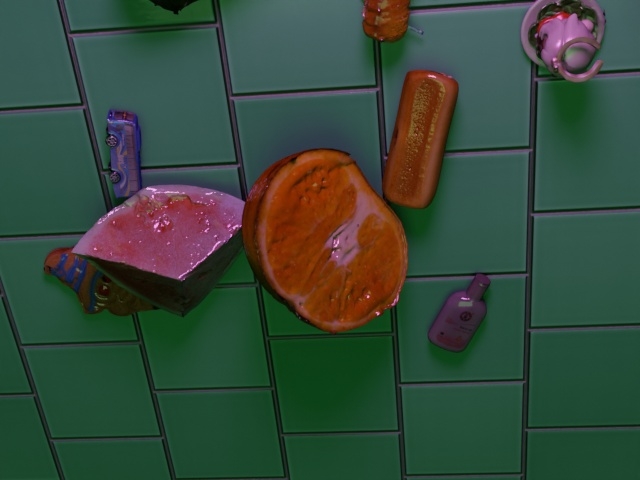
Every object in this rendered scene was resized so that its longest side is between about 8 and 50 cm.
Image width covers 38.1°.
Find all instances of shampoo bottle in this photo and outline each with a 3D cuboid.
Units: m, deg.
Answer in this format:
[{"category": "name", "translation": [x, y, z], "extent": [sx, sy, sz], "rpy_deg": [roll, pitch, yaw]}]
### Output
[{"category": "shampoo bottle", "translation": [0.264, 0.134, 1.712], "extent": [0.079, 0.040, 0.165], "rpy_deg": [22, 121, -7]}]

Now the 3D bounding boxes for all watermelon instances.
[{"category": "watermelon", "translation": [-0.270, 0.016, 1.613], "extent": [0.260, 0.176, 0.256], "rpy_deg": [23, 109, 7]}]

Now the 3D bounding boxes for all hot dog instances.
[{"category": "hot dog", "translation": [0.107, -0.431, 1.362], "extent": [0.083, 0.068, 0.289], "rpy_deg": [3, 116, -1]}]

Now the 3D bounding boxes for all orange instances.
[{"category": "orange", "translation": [0.000, -0.004, 1.528], "extent": [0.274, 0.274, 0.310], "rpy_deg": [-10, 156, 10]}]

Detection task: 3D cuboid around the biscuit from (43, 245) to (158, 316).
[{"category": "biscuit", "translation": [-0.382, 0.076, 1.735], "extent": [0.280, 0.043, 0.183], "rpy_deg": [16, 124, -2]}]

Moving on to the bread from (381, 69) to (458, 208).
[{"category": "bread", "translation": [0.165, -0.169, 1.518], "extent": [0.092, 0.074, 0.239], "rpy_deg": [18, 121, 12]}]

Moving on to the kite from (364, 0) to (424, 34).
[{"category": "kite", "translation": [0.108, -0.410, 1.416], "extent": [0.160, 0.010, 0.183], "rpy_deg": [14, 118, 0]}]

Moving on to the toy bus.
[{"category": "toy bus", "translation": [-0.337, -0.148, 1.587], "extent": [0.061, 0.051, 0.153], "rpy_deg": [-2, 121, -9]}]

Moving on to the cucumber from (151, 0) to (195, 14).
[{"category": "cucumber", "translation": [-0.139, -0.451, 1.341], "extent": [0.325, 0.105, 0.145], "rpy_deg": [-30, 119, 23]}]

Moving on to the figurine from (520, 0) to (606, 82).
[{"category": "figurine", "translation": [0.374, -0.293, 1.380], "extent": [0.132, 0.154, 0.132], "rpy_deg": [2, 121, 3]}]
